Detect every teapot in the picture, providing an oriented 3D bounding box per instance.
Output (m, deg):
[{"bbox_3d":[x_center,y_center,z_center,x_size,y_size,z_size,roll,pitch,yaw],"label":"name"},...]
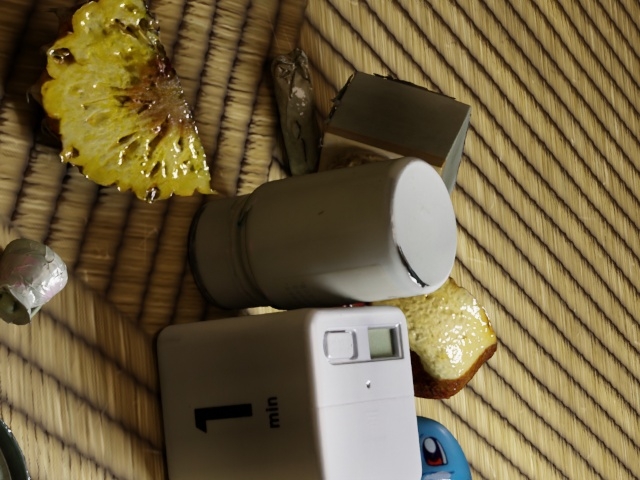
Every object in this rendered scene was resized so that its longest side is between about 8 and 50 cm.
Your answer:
[{"bbox_3d":[-0.267,0.045,1.604,0.083,0.064,0.064,93,23,-51],"label":"teapot"}]

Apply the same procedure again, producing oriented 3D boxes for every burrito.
[{"bbox_3d":[-0.025,-0.145,2.038,0.055,0.041,0.149,-20,103,-44],"label":"burrito"}]

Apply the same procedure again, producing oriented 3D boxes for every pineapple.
[{"bbox_3d":[-0.215,-0.152,1.711,0.164,0.140,0.250,55,-11,45],"label":"pineapple"}]

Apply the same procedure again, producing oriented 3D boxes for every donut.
[{"bbox_3d":[0.126,0.117,2.086,0.085,0.141,0.217,-56,149,-27],"label":"donut"}]

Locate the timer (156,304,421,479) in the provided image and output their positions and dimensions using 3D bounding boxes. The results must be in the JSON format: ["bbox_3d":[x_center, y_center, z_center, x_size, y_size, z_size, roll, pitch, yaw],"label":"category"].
[{"bbox_3d":[-0.031,0.171,1.812,0.192,0.195,0.194,1,81,-57],"label":"timer"}]

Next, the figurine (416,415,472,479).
[{"bbox_3d":[0.141,0.409,2.010,0.243,0.298,0.416,-112,-169,-81],"label":"figurine"}]

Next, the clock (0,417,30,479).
[{"bbox_3d":[-0.322,0.229,1.483,0.215,0.042,0.215,20,66,-55],"label":"clock"}]

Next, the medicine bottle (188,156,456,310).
[{"bbox_3d":[0.000,0.000,1.841,0.143,0.258,0.143,23,63,-55],"label":"medicine bottle"}]

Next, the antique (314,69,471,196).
[{"bbox_3d":[0.075,-0.087,2.035,0.147,0.152,0.148,98,14,-46],"label":"antique"}]

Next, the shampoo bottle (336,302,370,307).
[{"bbox_3d":[0.059,0.010,2.113,0.260,0.064,0.102,-50,126,-51],"label":"shampoo bottle"}]
